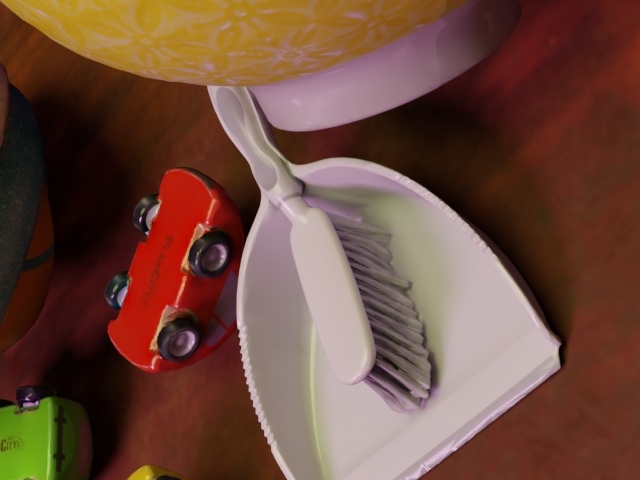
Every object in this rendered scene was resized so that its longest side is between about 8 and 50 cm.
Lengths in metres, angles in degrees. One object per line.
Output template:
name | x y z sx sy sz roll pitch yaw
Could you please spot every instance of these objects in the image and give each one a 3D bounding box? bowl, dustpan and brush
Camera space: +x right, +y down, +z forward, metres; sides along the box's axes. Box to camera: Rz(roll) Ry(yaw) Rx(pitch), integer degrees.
bowl | -0.001 -0.138 0.566 0.289 0.289 0.156 -2 120 46
dustpan and brush | 0.000 0.000 0.624 0.147 0.060 0.211 -44 52 31

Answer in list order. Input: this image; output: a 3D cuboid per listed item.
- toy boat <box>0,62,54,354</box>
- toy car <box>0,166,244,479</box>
toy boat | -0.167 -0.046 0.751 0.318 0.148 0.267 -57 22 20
toy car | -0.109 0.099 0.720 0.225 0.053 0.239 -16 68 44
